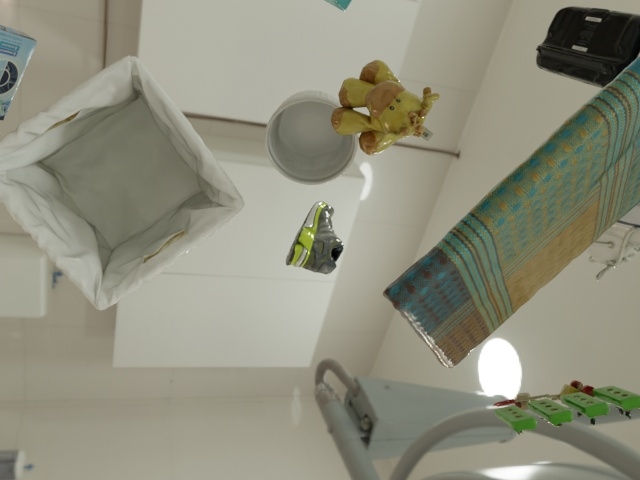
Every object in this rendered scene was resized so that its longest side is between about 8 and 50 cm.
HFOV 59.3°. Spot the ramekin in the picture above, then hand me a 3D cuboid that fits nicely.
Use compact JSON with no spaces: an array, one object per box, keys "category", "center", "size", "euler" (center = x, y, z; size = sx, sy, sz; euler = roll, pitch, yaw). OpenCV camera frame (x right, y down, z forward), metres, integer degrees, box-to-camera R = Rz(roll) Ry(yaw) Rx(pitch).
[{"category":"ramekin","center":[-0.019,-0.241,1.278],"size":[0.109,0.207,0.207],"euler":[-87,-167,-56]}]

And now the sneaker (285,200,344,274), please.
[{"category":"sneaker","center":[0.000,0.000,1.433],"size":[0.111,0.121,0.300],"euler":[-59,-175,31]}]

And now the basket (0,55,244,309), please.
[{"category":"basket","center":[-0.377,-0.114,1.062],"size":[0.331,0.328,0.266],"euler":[55,-6,-18]}]

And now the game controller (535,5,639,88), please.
[{"category":"game controller","center":[0.642,-0.472,1.353],"size":[0.167,0.067,0.319],"euler":[-62,-154,18]}]

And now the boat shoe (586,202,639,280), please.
[{"category":"boat shoe","center":[0.490,-0.010,0.954],"size":[0.367,0.135,0.157],"euler":[9,-62,44]}]

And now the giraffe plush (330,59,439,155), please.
[{"category":"giraffe plush","center":[0.133,-0.238,1.054],"size":[0.170,0.210,0.182],"euler":[-88,-163,-77]}]

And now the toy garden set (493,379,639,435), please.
[{"category":"toy garden set","center":[0.468,0.334,1.110],"size":[0.204,0.244,0.049],"euler":[94,-15,-86]}]

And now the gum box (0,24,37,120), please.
[{"category":"gum box","center":[-0.654,-0.328,1.079],"size":[0.184,0.041,0.157],"euler":[-58,166,15]}]

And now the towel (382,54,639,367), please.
[{"category":"towel","center":[0.225,-0.036,0.512],"size":[0.040,0.370,0.271],"euler":[48,0,30]}]

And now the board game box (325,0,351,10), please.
[{"category":"board game box","center":[-0.009,-0.374,0.425],"size":[0.079,0.336,0.254],"euler":[41,-76,27]}]
